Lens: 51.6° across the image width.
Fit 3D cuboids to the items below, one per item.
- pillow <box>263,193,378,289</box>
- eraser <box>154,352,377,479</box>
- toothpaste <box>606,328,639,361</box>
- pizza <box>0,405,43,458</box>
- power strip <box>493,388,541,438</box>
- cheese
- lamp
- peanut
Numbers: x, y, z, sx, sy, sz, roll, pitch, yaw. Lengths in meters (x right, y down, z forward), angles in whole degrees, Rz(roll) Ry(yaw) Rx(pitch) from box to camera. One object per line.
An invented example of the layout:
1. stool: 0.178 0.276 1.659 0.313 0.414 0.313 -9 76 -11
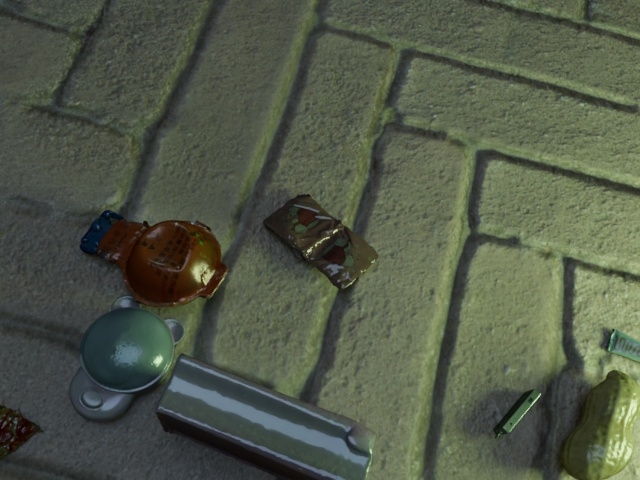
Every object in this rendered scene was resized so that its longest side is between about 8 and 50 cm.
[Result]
1. pillow: 0.000 0.000 1.476 0.248 0.049 0.135 40 65 16
2. eraser: -0.095 0.340 1.175 0.359 0.272 0.122 20 64 3
3. toothpaste: 0.734 0.258 1.453 0.205 0.036 0.056 23 66 8
4. pizza: -0.591 0.348 1.244 0.100 0.029 0.099 -33 72 -20
5. power strip: 0.398 0.355 1.353 0.136 0.051 0.019 -40 82 -21
6. cheese: -0.346 0.028 1.375 0.329 0.129 0.217 20 61 17
7. lamp: -0.387 0.231 1.283 0.180 0.108 0.246 25 64 10
8. peanut: 0.577 0.378 1.332 0.124 0.123 0.256 37 62 10
